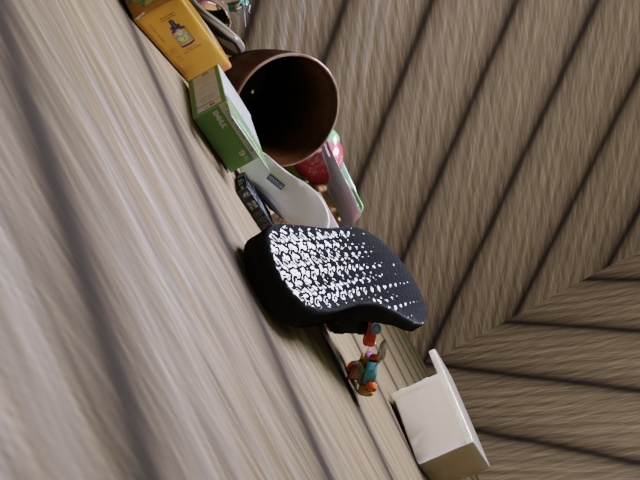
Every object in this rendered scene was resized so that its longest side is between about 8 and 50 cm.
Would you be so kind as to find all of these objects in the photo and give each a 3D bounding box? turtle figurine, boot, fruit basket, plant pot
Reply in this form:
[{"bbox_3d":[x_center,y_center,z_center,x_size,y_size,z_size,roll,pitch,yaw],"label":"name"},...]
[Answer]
[{"bbox_3d":[-0.281,-0.578,1.786,0.175,0.118,0.234,-2,51,-38],"label":"turtle figurine"},{"bbox_3d":[-0.054,-0.069,1.197,0.190,0.069,0.086,46,-10,16],"label":"boot"},{"bbox_3d":[0.006,-0.159,1.609,0.327,0.165,0.353,66,-17,11],"label":"fruit basket"},{"bbox_3d":[-0.112,-0.283,1.418,0.230,0.215,0.215,44,-10,51],"label":"plant pot"}]

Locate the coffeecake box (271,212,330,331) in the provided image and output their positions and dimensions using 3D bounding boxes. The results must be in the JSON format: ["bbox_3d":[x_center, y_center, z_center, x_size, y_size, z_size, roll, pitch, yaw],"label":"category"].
[{"bbox_3d":[-0.009,0.041,1.248,0.142,0.068,0.185,57,6,-40],"label":"coffeecake box"}]

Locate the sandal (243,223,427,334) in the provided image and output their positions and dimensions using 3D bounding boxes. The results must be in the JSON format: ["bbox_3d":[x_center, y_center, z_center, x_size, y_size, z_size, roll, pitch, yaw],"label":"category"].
[{"bbox_3d":[0.020,0.063,1.049,0.446,0.107,0.167,14,49,-57],"label":"sandal"}]

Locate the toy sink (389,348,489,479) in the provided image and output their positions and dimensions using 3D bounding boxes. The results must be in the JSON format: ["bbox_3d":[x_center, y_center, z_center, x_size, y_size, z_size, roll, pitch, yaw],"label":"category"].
[{"bbox_3d":[0.240,0.377,1.551,0.153,0.131,0.234,56,12,-47],"label":"toy sink"}]

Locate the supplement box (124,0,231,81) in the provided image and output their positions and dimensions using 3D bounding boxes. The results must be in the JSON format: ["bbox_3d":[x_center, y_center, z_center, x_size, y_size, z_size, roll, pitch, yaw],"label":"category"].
[{"bbox_3d":[-0.220,-0.328,1.133,0.080,0.078,0.233,62,4,15],"label":"supplement box"}]

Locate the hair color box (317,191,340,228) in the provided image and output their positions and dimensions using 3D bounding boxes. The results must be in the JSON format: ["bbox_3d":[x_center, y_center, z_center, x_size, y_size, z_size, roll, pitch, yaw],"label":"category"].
[{"bbox_3d":[0.000,0.000,1.439,0.167,0.093,0.053,63,5,20],"label":"hair color box"}]

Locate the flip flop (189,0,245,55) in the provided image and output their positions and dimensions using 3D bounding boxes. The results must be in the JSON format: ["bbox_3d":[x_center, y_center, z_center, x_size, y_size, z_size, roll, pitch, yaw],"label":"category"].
[{"bbox_3d":[-0.251,-0.512,1.608,0.277,0.080,0.112,49,-7,26],"label":"flip flop"}]

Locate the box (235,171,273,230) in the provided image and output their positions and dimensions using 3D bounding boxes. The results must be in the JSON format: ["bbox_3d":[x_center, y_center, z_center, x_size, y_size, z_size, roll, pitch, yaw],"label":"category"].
[{"bbox_3d":[-0.103,-0.059,1.139,0.083,0.018,0.067,59,5,-27],"label":"box"}]

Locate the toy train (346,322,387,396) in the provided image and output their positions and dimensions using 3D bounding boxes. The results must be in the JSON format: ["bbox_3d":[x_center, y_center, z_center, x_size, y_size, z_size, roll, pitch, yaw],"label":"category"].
[{"bbox_3d":[0.071,0.179,1.181,0.166,0.046,0.125,-86,-171,-80],"label":"toy train"}]

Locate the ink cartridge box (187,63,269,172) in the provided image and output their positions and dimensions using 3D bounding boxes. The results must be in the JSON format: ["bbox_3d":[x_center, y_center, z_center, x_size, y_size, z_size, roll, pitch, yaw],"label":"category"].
[{"bbox_3d":[-0.146,-0.179,1.125,0.109,0.062,0.209,58,6,-35],"label":"ink cartridge box"}]
